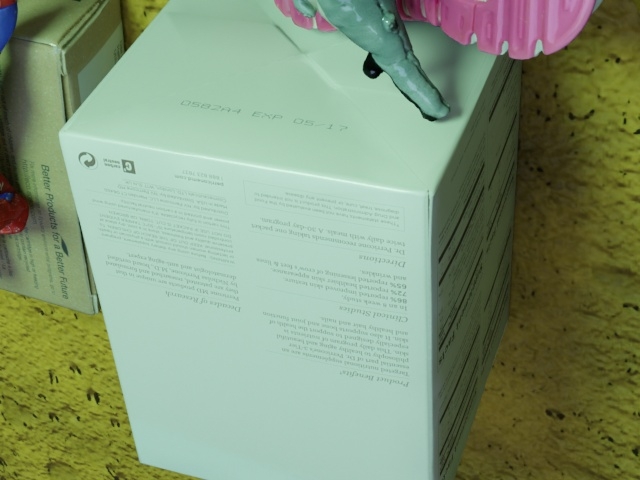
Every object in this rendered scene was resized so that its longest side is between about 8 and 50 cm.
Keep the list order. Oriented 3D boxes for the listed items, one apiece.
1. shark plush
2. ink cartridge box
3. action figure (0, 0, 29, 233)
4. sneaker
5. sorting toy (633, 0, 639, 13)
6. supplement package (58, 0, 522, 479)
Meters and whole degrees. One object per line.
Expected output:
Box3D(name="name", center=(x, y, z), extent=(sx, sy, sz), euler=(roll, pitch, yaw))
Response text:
Box3D(name="shark plush", center=(0.009, -0.120, 0.581), extent=(0.067, 0.073, 0.161), euler=(20, 133, 62))
Box3D(name="ink cartridge box", center=(-0.232, -0.078, 0.885), extent=(0.193, 0.088, 0.235), euler=(15, 133, 13))
Box3D(name="action figure", center=(-0.237, -0.055, 0.755), extent=(0.091, 0.139, 0.280), euler=(20, 136, 11))
Box3D(name="sneaker", center=(0.060, -0.161, 0.653), extent=(0.252, 0.111, 0.103), euler=(25, 129, 38))
Box3D(name="sorting toy", center=(0.266, -0.058, 0.618), extent=(0.274, 0.046, 0.132), euler=(23, 164, 18))
Box3D(name="supplement package", center=(0.000, 0.000, 0.758), extent=(0.199, 0.198, 0.263), euler=(11, 133, 17))
